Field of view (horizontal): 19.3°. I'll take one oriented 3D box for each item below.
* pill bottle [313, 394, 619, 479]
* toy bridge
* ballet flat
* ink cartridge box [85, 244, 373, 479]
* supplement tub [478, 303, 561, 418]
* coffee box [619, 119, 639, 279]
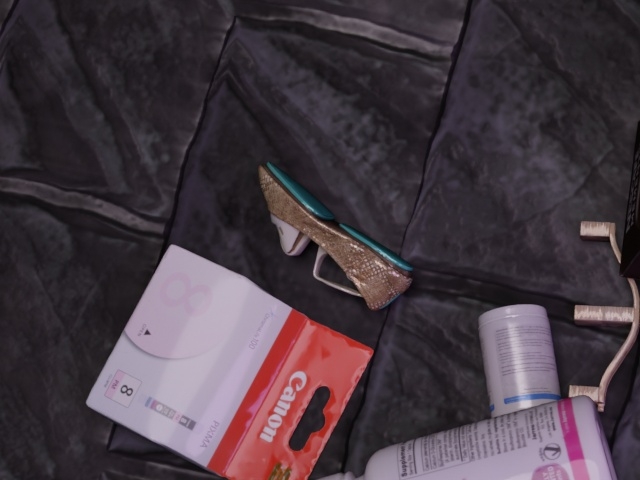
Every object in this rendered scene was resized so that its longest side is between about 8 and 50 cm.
[{"bbox_3d":[0.134,0.254,1.737,0.283,0.160,0.160,-16,70,9],"label":"pill bottle"},{"bbox_3d":[0.278,0.074,1.828,0.063,0.026,0.188,2,74,13],"label":"toy bridge"},{"bbox_3d":[0.000,0.000,1.902,0.206,0.073,0.067,38,99,25],"label":"ballet flat"},{"bbox_3d":[-0.093,0.135,1.889,0.232,0.066,0.189,24,80,24],"label":"ink cartridge box"},{"bbox_3d":[0.192,0.122,1.812,0.071,0.071,0.107,-10,72,11],"label":"supplement tub"},{"bbox_3d":[0.361,-0.071,1.700,0.119,0.297,0.168,8,74,1],"label":"coffee box"}]
